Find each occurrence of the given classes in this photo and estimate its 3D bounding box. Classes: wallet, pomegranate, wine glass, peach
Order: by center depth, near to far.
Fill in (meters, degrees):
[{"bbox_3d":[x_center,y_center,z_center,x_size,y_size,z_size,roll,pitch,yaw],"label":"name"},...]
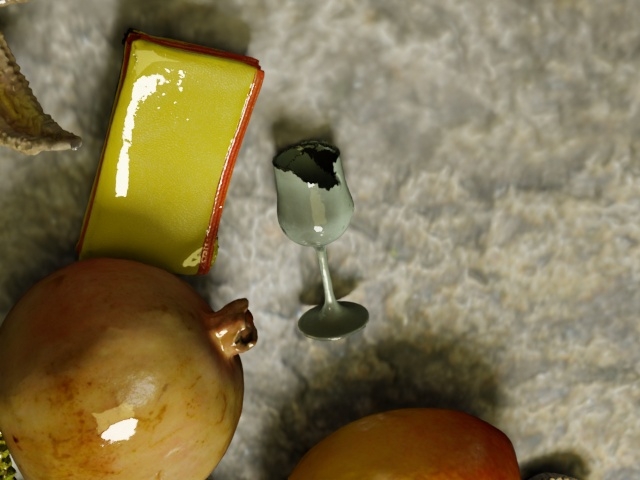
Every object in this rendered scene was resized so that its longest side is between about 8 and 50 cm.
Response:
[{"bbox_3d":[-0.180,0.134,1.260,0.270,0.229,0.252,-25,125,2],"label":"pomegranate"},{"bbox_3d":[-0.148,-0.081,1.270,0.141,0.067,0.241,8,117,-21],"label":"wallet"},{"bbox_3d":[0.000,0.000,1.326,0.079,0.079,0.195,-13,117,-6],"label":"wine glass"},{"bbox_3d":[0.085,0.327,1.386,0.308,0.289,0.289,-40,116,14],"label":"peach"}]

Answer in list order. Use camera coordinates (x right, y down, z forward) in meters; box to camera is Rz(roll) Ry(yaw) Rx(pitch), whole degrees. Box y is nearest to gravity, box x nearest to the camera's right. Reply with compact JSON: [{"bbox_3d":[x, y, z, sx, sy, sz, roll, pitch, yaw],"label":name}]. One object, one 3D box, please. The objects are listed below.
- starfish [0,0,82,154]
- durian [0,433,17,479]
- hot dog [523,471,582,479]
[{"bbox_3d":[-0.326,-0.247,1.114,0.384,0.132,0.398,-41,103,6],"label":"starfish"},{"bbox_3d":[-0.459,0.305,1.300,0.355,0.169,0.157,-13,142,9],"label":"durian"},{"bbox_3d":[0.259,0.386,1.566,0.131,0.069,0.253,3,112,-13],"label":"hot dog"}]
